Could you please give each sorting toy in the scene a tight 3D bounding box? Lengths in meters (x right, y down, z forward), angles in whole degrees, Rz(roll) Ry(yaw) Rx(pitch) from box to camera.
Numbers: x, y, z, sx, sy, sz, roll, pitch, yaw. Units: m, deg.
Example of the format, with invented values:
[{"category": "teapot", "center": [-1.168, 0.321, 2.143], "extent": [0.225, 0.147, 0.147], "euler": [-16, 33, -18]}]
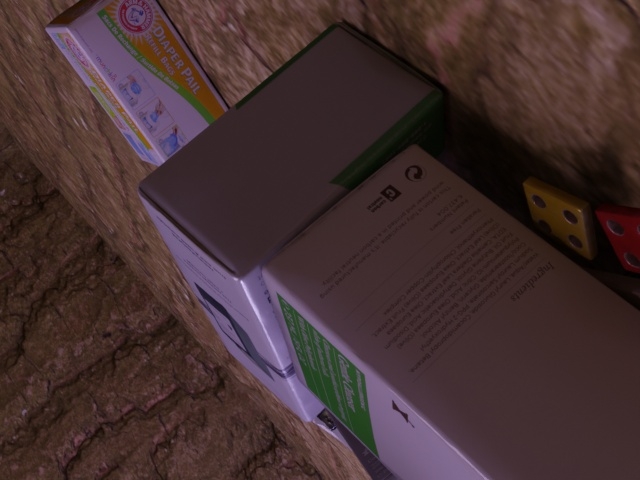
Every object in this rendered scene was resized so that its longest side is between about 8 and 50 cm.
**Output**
[{"category": "sorting toy", "center": [0.230, 0.059, 0.572], "extent": [0.274, 0.046, 0.132], "euler": [54, 164, -20]}]

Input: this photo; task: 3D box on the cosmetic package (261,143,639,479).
[{"category": "cosmetic package", "center": [0.146, 0.126, 0.590], "extent": [0.365, 0.155, 0.197], "euler": [42, 161, 29]}]

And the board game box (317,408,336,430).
[{"category": "board game box", "center": [-0.010, 0.195, 1.424], "extent": [0.186, 0.126, 0.026], "euler": [41, -159, 24]}]

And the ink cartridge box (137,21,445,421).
[{"category": "ink cartridge box", "center": [0.000, 0.000, 0.753], "extent": [0.121, 0.211, 0.289], "euler": [39, 163, 27]}]

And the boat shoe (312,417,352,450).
[{"category": "boat shoe", "center": [0.094, 0.297, 1.432], "extent": [0.267, 0.088, 0.096], "euler": [30, -165, 30]}]

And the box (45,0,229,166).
[{"category": "box", "center": [-0.213, -0.197, 1.052], "extent": [0.203, 0.103, 0.114], "euler": [56, 163, -26]}]

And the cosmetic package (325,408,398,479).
[{"category": "cosmetic package", "center": [0.106, 0.260, 1.169], "extent": [0.107, 0.127, 0.238], "euler": [56, 173, -23]}]
